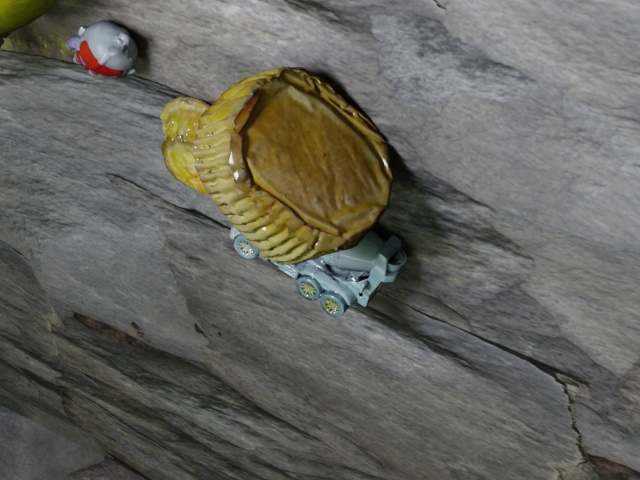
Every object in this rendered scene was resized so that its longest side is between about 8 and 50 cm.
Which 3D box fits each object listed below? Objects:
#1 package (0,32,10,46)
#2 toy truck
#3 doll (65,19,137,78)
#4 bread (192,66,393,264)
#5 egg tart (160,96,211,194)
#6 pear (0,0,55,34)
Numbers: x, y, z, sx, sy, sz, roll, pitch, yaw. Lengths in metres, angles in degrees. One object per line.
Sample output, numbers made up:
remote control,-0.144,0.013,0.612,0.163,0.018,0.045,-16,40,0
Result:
package,-0.556,-0.384,1.951,0.062,0.204,0.251,-14,122,19
toy truck,0.000,0.000,1.905,0.256,0.108,0.140,33,137,11
doll,-0.321,-0.280,1.934,0.102,0.075,0.227,34,164,-17
bread,-0.039,-0.096,1.686,0.253,0.227,0.142,43,155,-17
egg tart,-0.174,-0.130,1.967,0.191,0.074,0.191,28,147,20
pear,-0.458,-0.404,1.763,0.253,0.253,0.307,37,168,9
